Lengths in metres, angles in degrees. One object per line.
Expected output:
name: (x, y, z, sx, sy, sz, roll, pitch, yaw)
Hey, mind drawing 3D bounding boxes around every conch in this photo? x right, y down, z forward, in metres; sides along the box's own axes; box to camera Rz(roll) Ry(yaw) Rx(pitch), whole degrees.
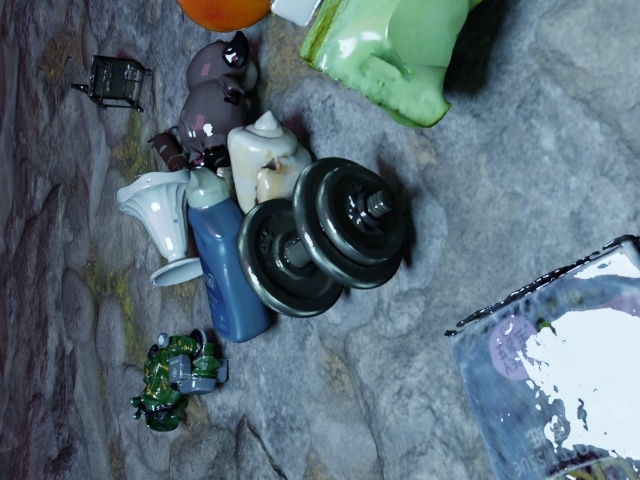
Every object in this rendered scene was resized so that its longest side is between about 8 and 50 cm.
conch: (-0.071, -0.092, 1.233, 0.158, 0.127, 0.255, 42, 148, 42)

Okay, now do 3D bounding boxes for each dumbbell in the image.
dumbbell: (0.000, 0.000, 1.061, 0.290, 0.192, 0.192, -31, 67, 46)

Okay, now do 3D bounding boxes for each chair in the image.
chair: (-0.496, -0.376, 1.746, 0.229, 0.106, 0.113, 37, 119, 44)

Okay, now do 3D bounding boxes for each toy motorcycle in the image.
toy motorcycle: (-0.286, 0.277, 1.484, 0.274, 0.124, 0.187, -27, 61, 48)

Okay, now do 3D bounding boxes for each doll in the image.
doll: (-0.180, -0.239, 1.307, 0.182, 0.117, 0.257, -27, 50, 46)

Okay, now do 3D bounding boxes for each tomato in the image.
tomato: (-0.165, -0.486, 1.272, 0.259, 0.180, 0.260, 4, 95, 49)

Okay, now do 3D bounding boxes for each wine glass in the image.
wine glass: (-0.294, -0.025, 1.469, 0.165, 0.165, 0.197, -37, 70, 45)

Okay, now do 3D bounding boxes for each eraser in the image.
eraser: (-0.016, -0.414, 1.102, 0.210, 0.068, 0.124, -86, 20, -54)

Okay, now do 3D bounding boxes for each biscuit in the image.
biscuit: (-0.186, -0.041, 1.402, 0.061, 0.055, 0.219, 12, 100, 62)

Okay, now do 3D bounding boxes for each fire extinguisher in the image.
fire extinguisher: (-0.307, -0.188, 1.567, 0.078, 0.045, 0.157, -44, 51, 8)

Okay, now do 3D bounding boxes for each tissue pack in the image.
tissue pack: (0.296, 0.209, 0.748, 0.259, 0.122, 0.361, -36, 61, 42)

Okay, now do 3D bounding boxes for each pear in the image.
pear: (0.110, -0.300, 0.927, 0.286, 0.176, 0.282, -114, 48, -71)

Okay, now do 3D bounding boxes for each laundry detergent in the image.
laundry detergent: (-0.166, 0.022, 1.268, 0.143, 0.094, 0.290, -146, 40, -64)
